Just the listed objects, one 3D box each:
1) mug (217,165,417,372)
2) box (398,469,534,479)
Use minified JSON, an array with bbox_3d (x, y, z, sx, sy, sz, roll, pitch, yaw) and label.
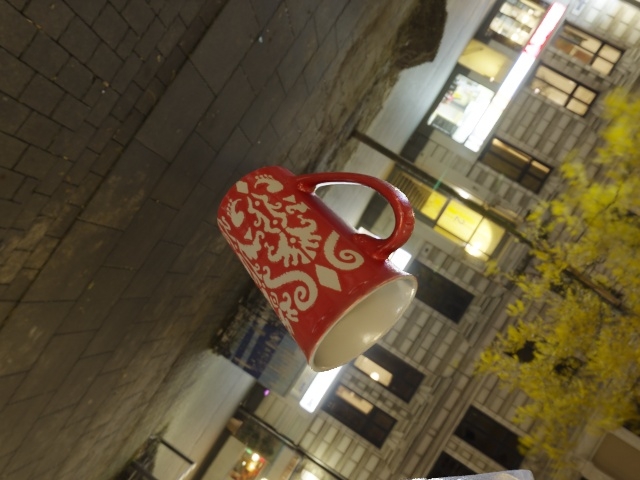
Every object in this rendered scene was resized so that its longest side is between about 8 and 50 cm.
[{"bbox_3d":[0.001,0.005,0.437,0.150,0.169,0.113,-42,151,-2],"label":"mug"},{"bbox_3d":[0.060,0.297,0.400,0.262,0.126,0.231,-19,163,19],"label":"box"}]
